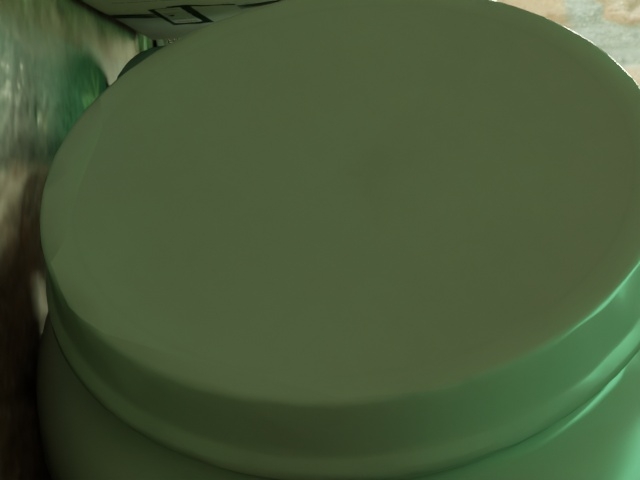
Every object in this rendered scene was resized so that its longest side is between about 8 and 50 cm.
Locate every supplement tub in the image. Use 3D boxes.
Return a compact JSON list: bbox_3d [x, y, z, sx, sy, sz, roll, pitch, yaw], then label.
[{"bbox_3d":[0.028,0.098,0.747,0.241,0.241,0.331,-88,172,-47],"label":"supplement tub"}]

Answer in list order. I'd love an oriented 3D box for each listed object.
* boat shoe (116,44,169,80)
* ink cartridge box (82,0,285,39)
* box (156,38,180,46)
[{"bbox_3d":[-0.002,-0.028,0.883,0.083,0.183,0.065,81,33,-64],"label":"boat shoe"},{"bbox_3d":[-0.057,-0.170,0.851,0.203,0.086,0.148,-7,93,-84],"label":"ink cartridge box"},{"bbox_3d":[-0.067,-0.145,1.037,0.137,0.027,0.094,-84,168,-59],"label":"box"}]
